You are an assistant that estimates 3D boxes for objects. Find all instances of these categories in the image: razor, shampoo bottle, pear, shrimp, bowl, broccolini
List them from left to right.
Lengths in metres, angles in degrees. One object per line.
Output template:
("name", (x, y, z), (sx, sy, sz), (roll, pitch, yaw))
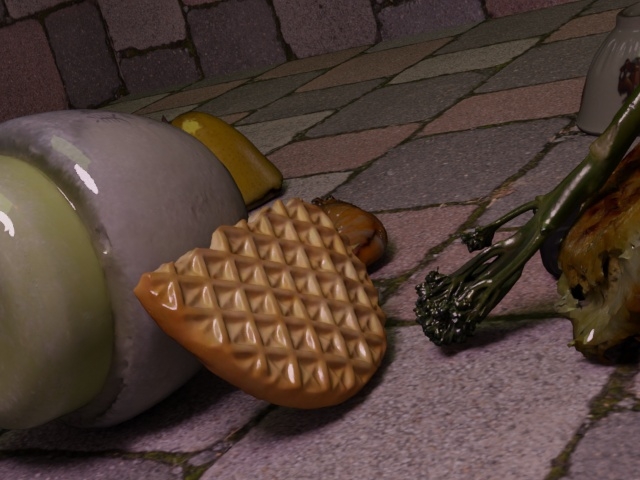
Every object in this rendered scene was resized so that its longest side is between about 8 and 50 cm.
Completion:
("shampoo bottle", (-0.239, 0.026, 1.193), (0.322, 0.323, 0.317), (-1, 12, 43))
("pear", (-0.206, -0.126, 1.943), (0.266, 0.178, 0.267), (-15, 20, 6))
("shrimp", (0.000, 0.000, 1.528), (0.152, 0.063, 0.287), (-30, 18, -3))
("broccolini", (0.218, -0.061, 1.086), (0.392, 0.074, 0.079), (-54, 9, 12))
("razor", (0.279, -0.009, 1.269), (0.090, 0.054, 0.148), (-10, 17, 8))
("bowl", (0.532, -0.282, 1.749), (0.337, 0.158, 0.337), (-16, 16, 5))

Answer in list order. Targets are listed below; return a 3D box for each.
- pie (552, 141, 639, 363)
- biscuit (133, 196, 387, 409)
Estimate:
("pie", (0.333, -0.051, 1.017), (0.355, 0.103, 0.288), (-48, 2, -19))
("biscuit", (-0.025, 0.060, 1.104), (0.040, 0.204, 0.309), (-46, -9, 31))
